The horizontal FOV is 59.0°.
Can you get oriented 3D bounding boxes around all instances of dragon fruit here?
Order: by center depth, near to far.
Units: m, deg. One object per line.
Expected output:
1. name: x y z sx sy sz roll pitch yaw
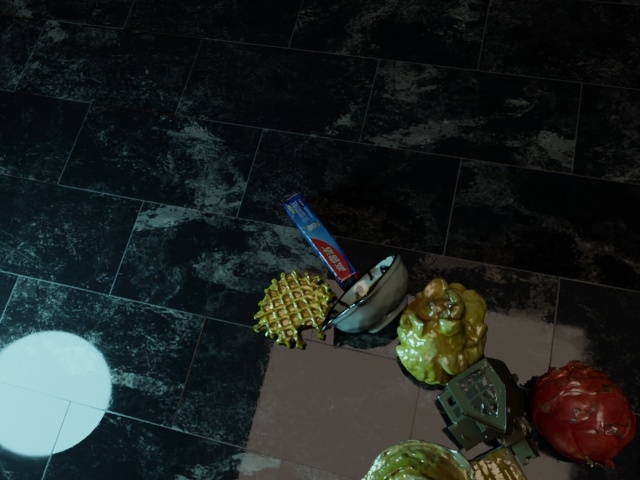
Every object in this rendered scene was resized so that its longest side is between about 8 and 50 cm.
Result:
1. dragon fruit: 0.647 0.424 1.405 0.241 0.241 0.252 -43 87 -8

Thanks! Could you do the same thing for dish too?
1. dish: 0.149 0.166 1.559 0.303 0.303 0.120 -45 93 -9

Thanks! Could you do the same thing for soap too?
1. soap: 0.463 0.676 1.408 0.173 0.089 0.274 -27 69 -1

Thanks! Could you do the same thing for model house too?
1. model house: 0.434 0.452 1.416 0.204 0.211 0.243 -40 57 15

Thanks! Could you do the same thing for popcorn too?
1. popcorn: 0.325 0.243 1.523 0.252 0.215 0.286 38 69 -26

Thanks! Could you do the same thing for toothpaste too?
1. toothpaste: 0.000 -0.001 1.724 0.066 0.076 0.320 -36 70 -7

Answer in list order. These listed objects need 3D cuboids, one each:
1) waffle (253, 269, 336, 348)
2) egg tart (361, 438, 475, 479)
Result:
1. waffle: -0.074 0.200 1.679 0.228 0.051 0.232 15 72 16
2. egg tart: 0.232 0.656 1.383 0.341 0.129 0.341 -12 65 28
